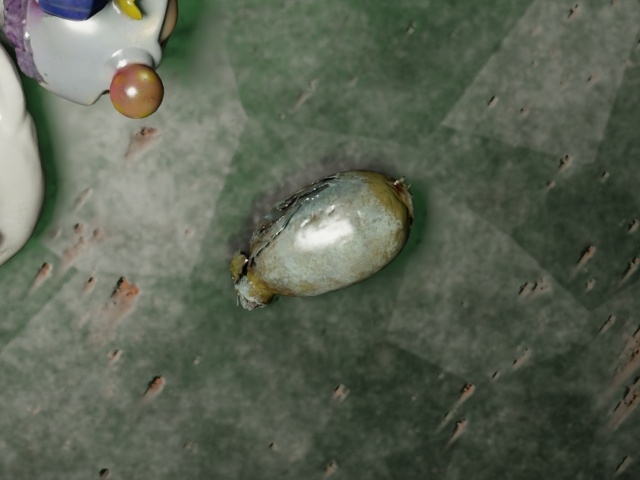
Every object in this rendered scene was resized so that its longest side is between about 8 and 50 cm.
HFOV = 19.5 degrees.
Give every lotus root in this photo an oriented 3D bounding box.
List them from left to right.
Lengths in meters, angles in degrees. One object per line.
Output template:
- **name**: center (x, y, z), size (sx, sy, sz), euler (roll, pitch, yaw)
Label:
- **lotus root**: center (-0.001, -0.001, 1.448), size (0.165, 0.088, 0.088), euler (-26, 108, 9)

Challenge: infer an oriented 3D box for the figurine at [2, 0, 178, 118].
- **figurine**: center (-0.160, -0.176, 1.274), size (0.133, 0.274, 0.194), euler (-9, 96, -5)

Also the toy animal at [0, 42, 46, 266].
- **toy animal**: center (-0.351, -0.106, 1.319), size (0.357, 0.194, 0.258), euler (19, 85, -29)
